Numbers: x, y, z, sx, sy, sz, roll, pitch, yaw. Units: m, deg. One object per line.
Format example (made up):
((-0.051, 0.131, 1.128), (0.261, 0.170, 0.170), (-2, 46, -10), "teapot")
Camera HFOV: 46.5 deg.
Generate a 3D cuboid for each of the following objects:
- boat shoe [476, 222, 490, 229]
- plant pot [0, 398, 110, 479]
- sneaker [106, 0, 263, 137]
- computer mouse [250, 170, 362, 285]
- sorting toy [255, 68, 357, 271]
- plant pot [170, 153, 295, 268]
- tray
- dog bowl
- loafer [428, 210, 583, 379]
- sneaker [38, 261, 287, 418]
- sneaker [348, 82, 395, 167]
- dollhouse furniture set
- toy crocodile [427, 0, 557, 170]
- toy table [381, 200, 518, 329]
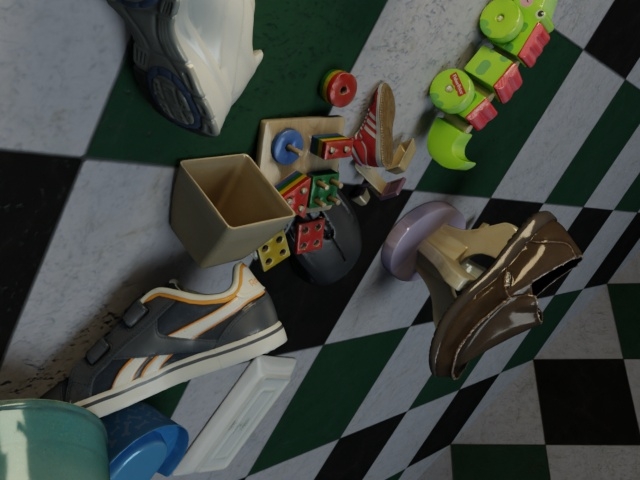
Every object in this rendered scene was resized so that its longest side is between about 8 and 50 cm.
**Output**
((0.309, 0.009, 1.603), (0.135, 0.045, 0.050), (-48, 162, 1), "boat shoe")
((-0.334, 0.348, 0.776), (0.271, 0.255, 0.272), (-18, 145, -13), "plant pot")
((-0.123, -0.230, 0.666), (0.129, 0.111, 0.297), (-55, 160, -25), "sneaker")
((0.000, 0.000, 1.121), (0.188, 0.072, 0.272), (-47, 152, -8), "computer mouse")
((-0.021, -0.081, 0.969), (0.132, 0.046, 0.275), (-11, 120, -38), "sorting toy")
((-0.117, -0.028, 0.893), (0.109, 0.109, 0.096), (-14, 148, -48), "plant pot")
((-0.145, 0.323, 1.341), (0.270, 0.030, 0.145), (-54, 151, 7), "tray")
((-0.322, 0.360, 1.085), (0.297, 0.074, 0.166), (-50, 152, 1), "dog bowl")
((0.334, 0.115, 1.339), (0.366, 0.130, 0.134), (-52, 153, 2), "loafer")
((-0.212, 0.127, 0.931), (0.321, 0.128, 0.126), (-22, -178, -6), "sneaker")
((0.071, -0.165, 1.070), (0.042, 0.067, 0.119), (-4, 97, -51), "sneaker")
((0.086, -0.127, 1.161), (0.081, 0.091, 0.114), (44, 56, -23), "dollhouse furniture set")
((0.275, -0.267, 1.164), (0.341, 0.105, 0.115), (-55, 152, 8), "toy crocodile")
((0.251, 0.042, 1.442), (0.274, 0.161, 0.252), (-10, 132, -52), "toy table")
